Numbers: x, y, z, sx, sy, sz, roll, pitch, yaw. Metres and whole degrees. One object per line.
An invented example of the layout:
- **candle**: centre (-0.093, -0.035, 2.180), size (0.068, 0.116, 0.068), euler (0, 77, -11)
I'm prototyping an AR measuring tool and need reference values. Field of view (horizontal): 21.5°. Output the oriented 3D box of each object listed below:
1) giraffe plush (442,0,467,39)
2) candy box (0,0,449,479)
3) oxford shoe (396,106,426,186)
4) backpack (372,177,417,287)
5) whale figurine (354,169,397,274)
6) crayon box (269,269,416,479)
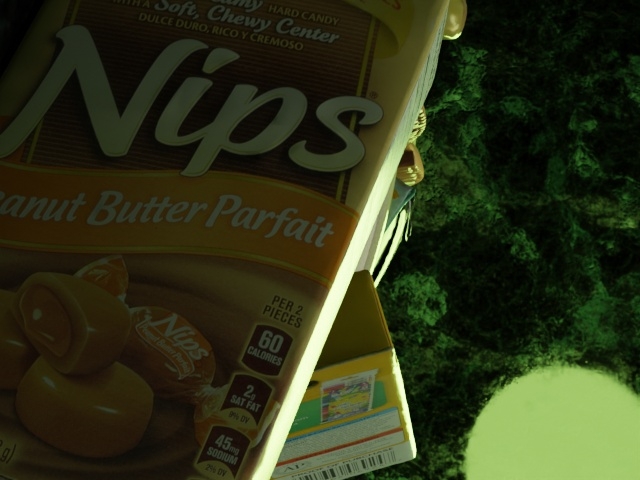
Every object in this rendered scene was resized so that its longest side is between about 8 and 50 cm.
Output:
- **giraffe plush**: centre (-0.002, -0.223, 1.043), size (0.210, 0.181, 0.170), euler (4, 97, -48)
- **candy box**: centre (-0.075, -0.009, 0.793), size (0.087, 0.183, 0.316), euler (99, 12, -62)
- **oxford shoe**: centre (0.050, -0.158, 1.889), size (0.348, 0.123, 0.130), euler (81, 3, -74)
- **backpack**: centre (0.000, 0.000, 1.581), size (0.188, 0.144, 0.166), euler (-49, 178, 15)
- **whale figurine**: centre (-0.015, -0.042, 1.352), size (0.216, 0.141, 0.272), euler (-88, -163, -66)
- **crayon box**: centre (-0.041, 0.118, 1.266), size (0.323, 0.203, 0.083), euler (75, -1, -70)
